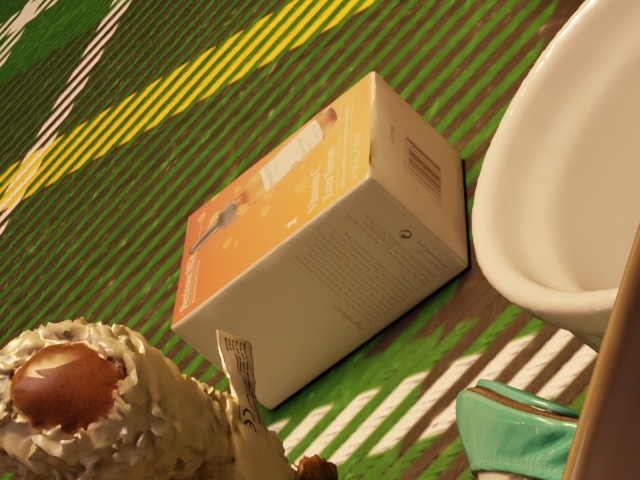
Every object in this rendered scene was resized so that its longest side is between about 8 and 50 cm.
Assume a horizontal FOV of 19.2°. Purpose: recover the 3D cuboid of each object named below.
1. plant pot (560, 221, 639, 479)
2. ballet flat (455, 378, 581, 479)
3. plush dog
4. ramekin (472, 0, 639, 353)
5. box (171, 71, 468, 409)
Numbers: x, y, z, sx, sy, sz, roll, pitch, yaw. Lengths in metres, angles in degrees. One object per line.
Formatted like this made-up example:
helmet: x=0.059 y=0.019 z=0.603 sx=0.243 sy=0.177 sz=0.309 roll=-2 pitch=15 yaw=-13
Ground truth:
plant pot: x=0.201 y=0.085 z=0.410 sx=0.323 sy=0.280 sz=0.323 roll=16 pitch=-90 yaw=-85
ballet flat: x=0.122 y=0.113 z=0.832 sx=0.247 sy=0.083 sz=0.087 roll=1 pitch=68 yaw=63
plush dog: x=-0.116 y=0.183 z=1.009 sx=0.225 sy=0.262 sz=0.210 roll=-29 pitch=-5 yaw=19
ramekin: x=0.213 y=-0.041 z=0.835 sx=0.277 sy=0.135 sz=0.277 roll=-38 pitch=25 yaw=21
box: x=0.000 y=0.000 z=1.198 sx=0.170 sy=0.091 sz=0.130 roll=-37 pitch=26 yaw=23
